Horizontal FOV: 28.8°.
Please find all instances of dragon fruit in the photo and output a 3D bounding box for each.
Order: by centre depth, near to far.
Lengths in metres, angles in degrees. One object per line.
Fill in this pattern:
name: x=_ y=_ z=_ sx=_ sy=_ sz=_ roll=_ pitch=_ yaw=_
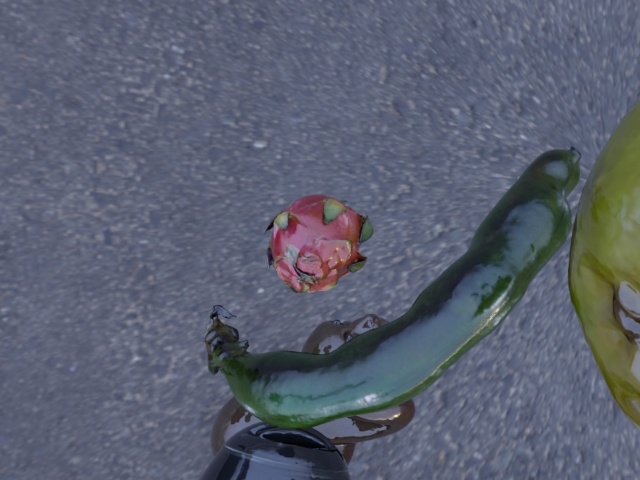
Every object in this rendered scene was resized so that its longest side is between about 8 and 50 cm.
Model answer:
dragon fruit: x=0.002 y=-0.001 z=1.072 sx=0.081 sy=0.116 sz=0.086 roll=53 pitch=136 yaw=0

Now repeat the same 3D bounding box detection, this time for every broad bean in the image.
broad bean: x=0.049 y=0.041 z=0.803 sx=0.292 sy=0.144 sz=0.049 roll=-27 pitch=131 yaw=13

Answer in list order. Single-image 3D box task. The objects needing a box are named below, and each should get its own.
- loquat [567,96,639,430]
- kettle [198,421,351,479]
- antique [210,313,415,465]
loquat: x=0.236 y=-0.009 z=0.568 sx=0.246 sy=0.213 sz=0.213 roll=-28 pitch=85 yaw=-18
kettle: x=-0.063 y=0.311 z=1.181 sx=0.207 sy=0.268 sz=0.290 roll=10 pitch=86 yaw=-12
antique: x=-0.012 y=0.177 z=1.347 sx=0.257 sy=0.143 sz=0.121 roll=-40 pitch=49 yaw=25
